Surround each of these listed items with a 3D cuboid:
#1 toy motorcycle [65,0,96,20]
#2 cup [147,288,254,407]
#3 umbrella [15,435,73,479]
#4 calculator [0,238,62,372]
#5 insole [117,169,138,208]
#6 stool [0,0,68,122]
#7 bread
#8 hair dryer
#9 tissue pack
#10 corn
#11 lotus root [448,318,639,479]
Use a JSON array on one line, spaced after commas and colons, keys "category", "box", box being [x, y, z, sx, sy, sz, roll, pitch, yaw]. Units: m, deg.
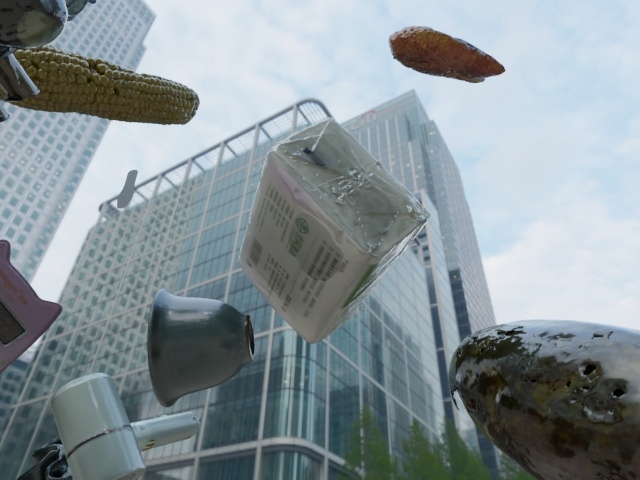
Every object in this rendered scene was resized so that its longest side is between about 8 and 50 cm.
[{"category": "toy motorcycle", "box": [-0.520, -0.616, 0.957, 0.241, 0.182, 0.319, 23, -80, -3]}, {"category": "cup", "box": [-0.192, 0.173, 0.834, 0.150, 0.199, 0.199, -6, -40, -2]}, {"category": "umbrella", "box": [-0.261, 0.398, 0.574, 0.143, 0.094, 0.349, 9, -70, 32]}, {"category": "calculator", "box": [-0.561, 0.139, 0.725, 0.043, 0.294, 0.194, -15, -68, 47]}, {"category": "insole", "box": [-0.523, -0.141, 1.325, 0.045, 0.135, 0.002, -5, -33, 9]}, {"category": "stool", "box": [-0.324, -0.170, 0.415, 0.228, 0.153, 0.139, 19, -47, 32]}, {"category": "bread", "box": [0.283, -0.417, 1.122, 0.268, 0.139, 0.095, 24, -83, -6]}, {"category": "hair dryer", "box": [-0.149, 0.155, 0.407, 0.047, 0.082, 0.137, -39, -25, 13]}, {"category": "tissue pack", "box": [0.001, -0.001, 0.918, 0.266, 0.194, 0.356, 47, -36, 15]}, {"category": "corn", "box": [-0.337, -0.232, 0.749, 0.319, 0.097, 0.097, -1, -30, -44]}, {"category": "lotus root", "box": [0.272, 0.173, 0.495, 0.195, 0.179, 0.397, 8, -6, -15]}]
